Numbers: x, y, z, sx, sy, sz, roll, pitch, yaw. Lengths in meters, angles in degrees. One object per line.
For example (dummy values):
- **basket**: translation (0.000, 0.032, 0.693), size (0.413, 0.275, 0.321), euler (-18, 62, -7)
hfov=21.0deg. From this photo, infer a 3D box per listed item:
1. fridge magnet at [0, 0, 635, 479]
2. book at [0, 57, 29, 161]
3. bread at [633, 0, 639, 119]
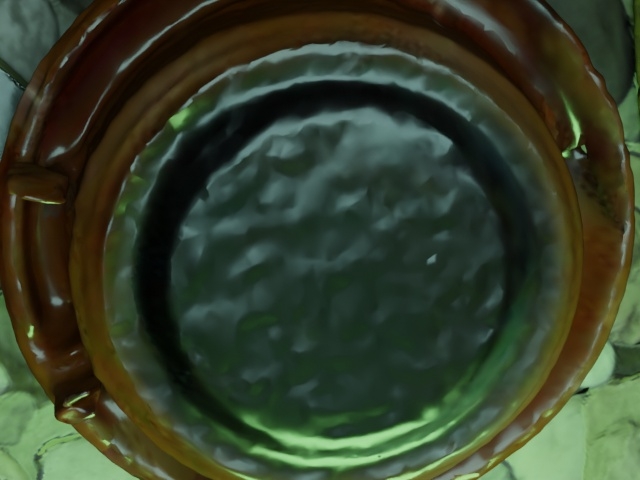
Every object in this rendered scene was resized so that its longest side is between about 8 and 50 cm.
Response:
- **fridge magnet**: translation (0.000, 0.000, 0.963), size (0.363, 0.155, 0.364), euler (-2, 108, -5)
- **book**: translation (-0.262, -0.022, 0.990), size (0.160, 0.024, 0.228), euler (43, 93, -15)
- **bread**: translation (0.254, -0.072, 0.992), size (0.119, 0.152, 0.288), euler (-6, 102, -1)
